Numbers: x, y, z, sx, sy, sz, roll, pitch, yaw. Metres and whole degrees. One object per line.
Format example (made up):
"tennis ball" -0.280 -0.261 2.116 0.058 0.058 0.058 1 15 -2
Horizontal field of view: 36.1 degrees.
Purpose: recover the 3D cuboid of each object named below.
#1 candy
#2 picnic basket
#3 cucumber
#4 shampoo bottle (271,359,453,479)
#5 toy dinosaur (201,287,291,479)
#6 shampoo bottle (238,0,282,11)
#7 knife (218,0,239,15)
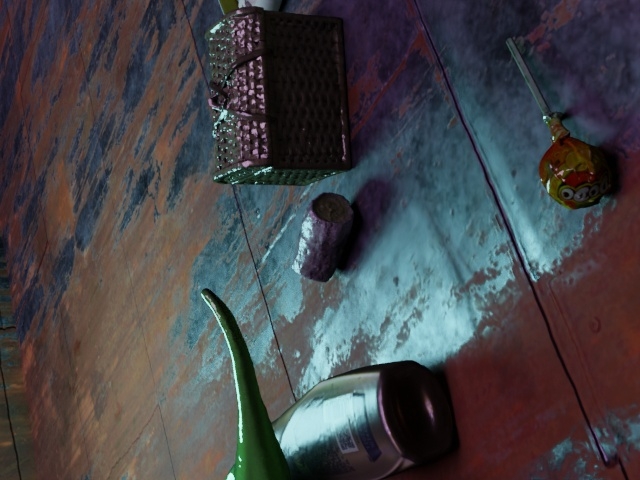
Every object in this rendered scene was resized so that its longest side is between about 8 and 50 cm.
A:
"candy" 0.200 -0.111 0.871 0.060 0.061 0.201 122 144 -44
"picnic basket" -0.063 -0.173 1.217 0.134 0.154 0.196 -11 82 61
"cucumber" 0.001 -0.001 1.205 0.064 0.064 0.112 61 144 40
"shampoo bottle" 0.020 0.225 1.152 0.350 0.084 0.125 -34 71 57
"toy dinosaur" -0.097 0.290 1.213 0.374 0.144 0.499 -9 100 61
"shampoo bottle" -0.067 -0.371 1.329 0.077 0.045 0.151 61 140 40
"knife" -0.113 -0.304 1.430 0.343 0.027 0.061 66 147 35
